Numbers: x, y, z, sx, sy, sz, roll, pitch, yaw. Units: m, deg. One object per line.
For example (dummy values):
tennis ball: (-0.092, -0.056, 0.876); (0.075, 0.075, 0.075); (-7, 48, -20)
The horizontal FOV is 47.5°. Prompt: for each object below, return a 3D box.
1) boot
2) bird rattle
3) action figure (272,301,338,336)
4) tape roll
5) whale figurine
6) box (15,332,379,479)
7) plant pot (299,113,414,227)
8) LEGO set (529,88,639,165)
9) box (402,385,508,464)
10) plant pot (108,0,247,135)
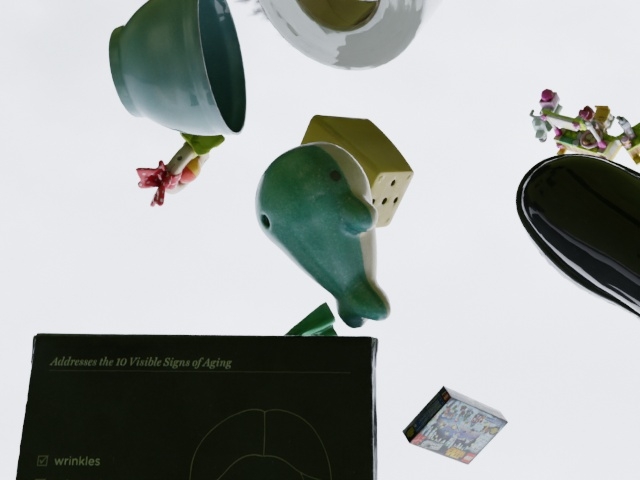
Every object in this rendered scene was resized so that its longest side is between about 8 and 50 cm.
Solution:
boot: (0.326, -0.009, 0.610); (0.367, 0.445, 0.146); (41, -89, 19)
bird rattle: (-0.341, -0.181, 1.817); (0.143, 0.207, 0.253); (28, -99, 6)
action figure: (-0.070, 0.219, 1.321); (0.232, 0.137, 0.063); (-27, -160, -28)
tape roll: (0.040, -0.398, 1.064); (0.286, 0.286, 0.100); (17, -132, 23)
whale figurine: (0.000, 0.000, 1.018); (0.141, 0.216, 0.271); (-18, -94, -30)
box: (-0.159, 0.387, 1.039); (0.481, 0.297, 0.471); (1, -107, 1)
plant pot: (0.072, -0.133, 1.583); (0.187, 0.212, 0.212); (38, -153, 30)
LEGO set: (0.435, -0.187, 1.070); (0.287, 0.107, 0.132); (0, -116, 43)
box: (0.197, 0.270, 1.054); (0.137, 0.094, 0.027); (28, -162, -34)
plant pot: (-0.272, -0.331, 1.366); (0.197, 0.293, 0.293); (-7, -140, 8)
